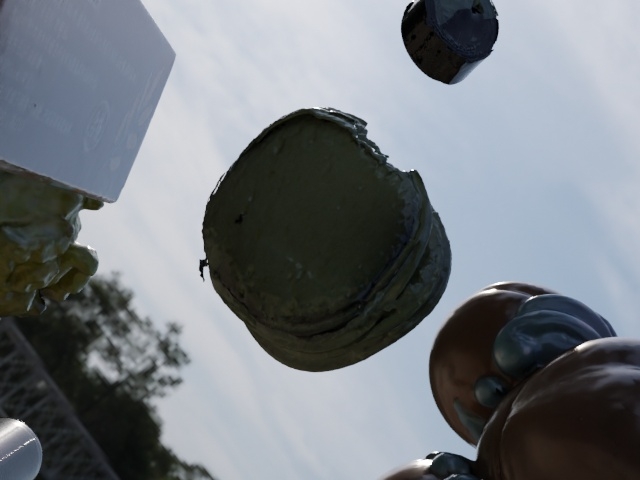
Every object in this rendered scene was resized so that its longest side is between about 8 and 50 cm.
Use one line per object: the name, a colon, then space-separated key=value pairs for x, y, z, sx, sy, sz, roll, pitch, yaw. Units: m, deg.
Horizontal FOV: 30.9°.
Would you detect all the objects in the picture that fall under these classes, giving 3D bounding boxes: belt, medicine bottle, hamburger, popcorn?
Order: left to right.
medicine bottle: x=-0.239 y=0.163 z=0.745 sx=0.058 sy=0.057 sz=0.199 roll=52 pitch=8 yaw=0
popcorn: x=-0.386 y=-0.023 z=1.365 sx=0.292 sy=0.237 sz=0.293 roll=18 pitch=6 yaw=-2
hamburger: x=0.000 y=0.000 z=0.650 sx=0.140 sy=0.133 sz=0.062 roll=59 pitch=5 yaw=30
belt: x=0.144 y=-0.238 z=1.297 sx=0.105 sy=0.140 sz=0.058 roll=39 pitch=-41 yaw=-13

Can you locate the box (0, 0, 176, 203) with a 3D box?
box: x=-0.279 y=-0.142 z=0.611 sx=0.344 sy=0.122 sz=0.385 roll=21 pitch=-1 yaw=1

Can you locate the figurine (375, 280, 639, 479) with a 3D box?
figurine: x=0.238 y=0.197 z=0.752 sx=0.388 sy=0.277 sz=0.248 roll=34 pitch=-35 yaw=-8
